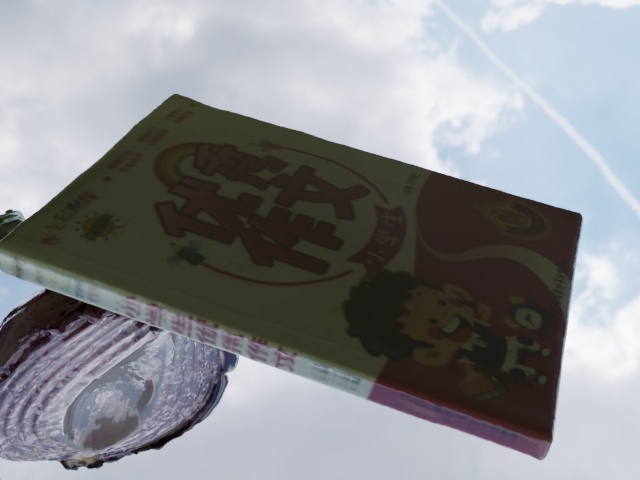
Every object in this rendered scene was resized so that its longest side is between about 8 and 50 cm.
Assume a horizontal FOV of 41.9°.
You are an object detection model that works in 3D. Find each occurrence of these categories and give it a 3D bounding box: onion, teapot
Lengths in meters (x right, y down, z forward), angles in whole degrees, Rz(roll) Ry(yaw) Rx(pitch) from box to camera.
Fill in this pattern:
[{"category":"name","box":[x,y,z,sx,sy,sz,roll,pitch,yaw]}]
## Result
[{"category":"onion","box":[-0.182,0.087,0.750,0.227,0.283,0.120,9,-136,-40]},{"category":"teapot","box":[-0.529,-0.004,1.413,0.092,0.091,0.124,-16,-168,-26]}]

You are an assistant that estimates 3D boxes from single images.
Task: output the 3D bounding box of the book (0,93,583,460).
[{"category":"book","box":[0.000,0.000,0.383,0.232,0.022,0.162,18,-144,10]}]
